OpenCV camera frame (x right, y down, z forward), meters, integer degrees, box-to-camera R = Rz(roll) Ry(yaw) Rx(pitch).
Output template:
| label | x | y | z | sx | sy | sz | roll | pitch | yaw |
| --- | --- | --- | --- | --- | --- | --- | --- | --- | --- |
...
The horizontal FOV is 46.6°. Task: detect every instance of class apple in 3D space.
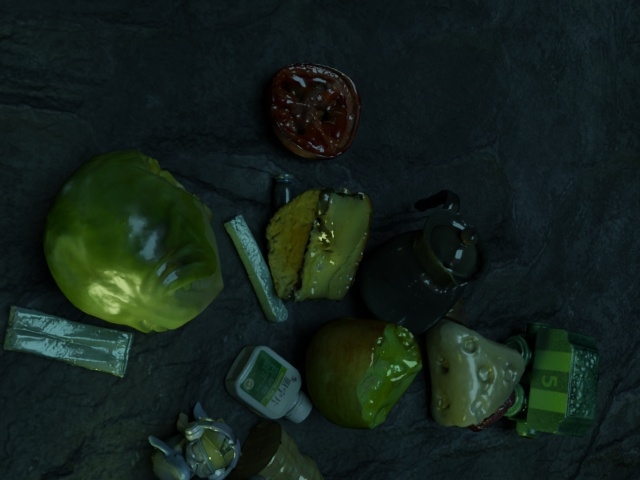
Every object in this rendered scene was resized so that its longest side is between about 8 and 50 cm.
| label | x | y | z | sx | sy | sz | roll | pitch | yaw |
| --- | --- | --- | --- | --- | --- | --- | --- | --- | --- |
| apple | 0.088 | 0.275 | 1.551 | 0.246 | 0.246 | 0.226 | 9 | 85 | -33 |

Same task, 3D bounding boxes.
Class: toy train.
| label | x | y | z | sx | sy | sz | roll | pitch | yaw |
| --- | --- | --- | --- | --- | --- | --- | --- | --- | --- |
| toy train | 0.571 | 0.355 | 1.880 | 0.166 | 0.238 | 0.299 | 15 | 78 | -35 |

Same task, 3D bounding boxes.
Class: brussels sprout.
| label | x | y | z | sx | sy | sz | roll | pitch | yaw |
| --- | --- | --- | --- | --- | --- | --- | --- | --- | --- |
| brussels sprout | -0.310 | 0.004 | 1.298 | 0.344 | 0.268 | 0.344 | 9 | 77 | -40 |

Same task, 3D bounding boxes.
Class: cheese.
| label | x | y | z | sx | sy | sz | roll | pitch | yaw |
| --- | --- | --- | --- | --- | --- | --- | --- | --- | --- |
| cheese | 0.374 | 0.294 | 1.796 | 0.247 | 0.173 | 0.252 | -14 | 88 | -33 |

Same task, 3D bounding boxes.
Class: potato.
| label | x | y | z | sx | sy | sz | roll | pitch | yaw |
| --- | --- | --- | --- | --- | --- | --- | --- | --- | --- |
| potato | 0.323 | 0.155 | 1.820 | 0.172 | 0.089 | 0.101 | 25 | 69 | -28 |

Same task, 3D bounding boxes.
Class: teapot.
| label | x | y | z | sx | sy | sz | roll | pitch | yaw |
| --- | --- | --- | --- | --- | --- | --- | --- | --- | --- |
| teapot | 0.261 | 0.037 | 1.655 | 0.223 | 0.285 | 0.305 | 46 | 44 | -2 |
| teapot | -0.071 | -0.100 | 1.602 | 0.063 | 0.049 | 0.083 | 4 | 82 | -34 |

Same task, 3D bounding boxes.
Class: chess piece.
| label | x | y | z | sx | sy | sz | roll | pitch | yaw |
| --- | --- | --- | --- | --- | --- | --- | --- | --- | --- |
| chess piece | -0.033 | 0.507 | 1.527 | 0.301 | 0.137 | 0.137 | 46 | 62 | -25 |

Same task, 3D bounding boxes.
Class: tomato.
| label | x | y | z | sx | sy | sz | roll | pitch | yaw |
| --- | --- | --- | --- | --- | --- | --- | --- | --- | --- |
| tomato | -0.024 | -0.279 | 1.627 | 0.227 | 0.101 | 0.228 | 7 | 75 | -27 |

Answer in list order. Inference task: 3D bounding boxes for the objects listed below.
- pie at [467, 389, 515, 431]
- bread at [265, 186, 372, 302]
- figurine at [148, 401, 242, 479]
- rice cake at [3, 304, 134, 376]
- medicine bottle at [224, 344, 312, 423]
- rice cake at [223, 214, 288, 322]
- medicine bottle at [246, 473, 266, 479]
| label | x | y | z | sx | sy | sz | roll | pitch | yaw |
| --- | --- | --- | --- | --- | --- | --- | --- | --- | --- |
| pie | 0.415 | 0.411 | 1.821 | 0.153 | 0.153 | 0.038 | -39 | 93 | -31 |
| bread | 0.000 | 0.000 | 1.571 | 0.204 | 0.162 | 0.262 | 9 | 108 | -44 |
| figurine | -0.229 | 0.383 | 1.380 | 0.208 | 0.183 | 0.128 | -64 | 131 | -71 |
| rice cake | -0.447 | 0.178 | 1.324 | 0.226 | 0.040 | 0.085 | 21 | 75 | -31 |
| medicine bottle | -0.101 | 0.303 | 1.530 | 0.183 | 0.069 | 0.119 | 43 | 62 | -25 |
| rice cake | -0.132 | 0.062 | 1.547 | 0.042 | 0.045 | 0.245 | -29 | 102 | -33 |
| medicine bottle | -0.221 | 0.558 | 1.301 | 0.315 | 0.202 | 0.202 | -16 | 94 | -20 |
